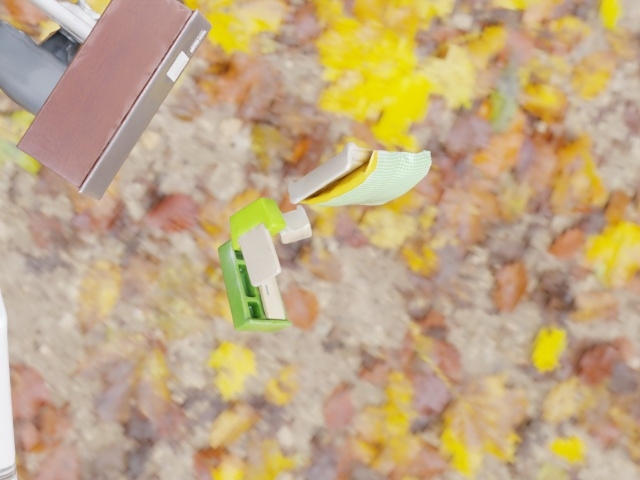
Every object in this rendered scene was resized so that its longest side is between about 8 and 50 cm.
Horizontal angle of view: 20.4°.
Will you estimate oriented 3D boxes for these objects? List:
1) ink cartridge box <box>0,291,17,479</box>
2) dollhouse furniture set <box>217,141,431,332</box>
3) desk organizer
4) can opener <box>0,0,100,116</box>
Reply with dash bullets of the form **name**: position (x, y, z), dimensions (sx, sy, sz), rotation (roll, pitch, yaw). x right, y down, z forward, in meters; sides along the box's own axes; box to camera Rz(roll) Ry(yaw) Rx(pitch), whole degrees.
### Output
- **ink cartridge box**: position (-0.244, 0.030, 0.940), dimensions (0.129, 0.223, 0.307), rotation (-13, 154, -15)
- **dollhouse furniture set**: position (0.000, 0.000, 1.075), dimensions (0.076, 0.151, 0.058), rotation (6, 61, -47)
- **desk organizer**: position (-0.125, -0.094, 1.083), dimensions (0.050, 0.047, 0.130), rotation (33, 90, 9)
- **can opener**: position (-0.255, -0.184, 1.232), dimensions (0.283, 0.076, 0.095), rotation (35, 86, -4)
